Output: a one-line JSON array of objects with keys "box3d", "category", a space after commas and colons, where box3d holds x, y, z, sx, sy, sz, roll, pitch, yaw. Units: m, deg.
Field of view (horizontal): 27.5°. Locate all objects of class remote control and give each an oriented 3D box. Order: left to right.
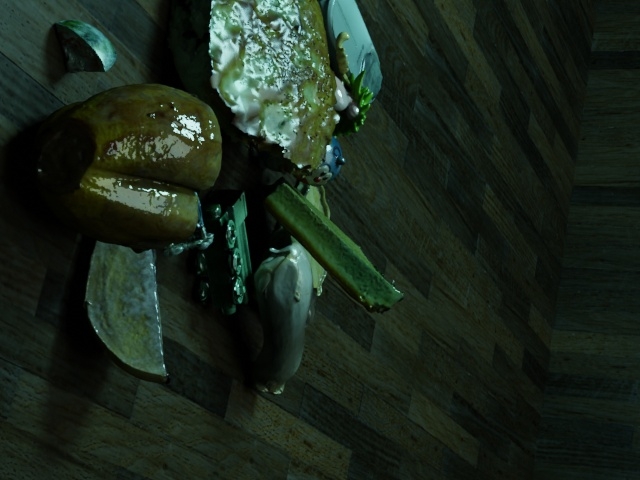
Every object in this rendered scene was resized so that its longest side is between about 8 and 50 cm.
[{"box3d": [0.049, -0.333, 2.247, 0.247, 0.052, 0.104, 61, 40, -49], "category": "remote control"}]

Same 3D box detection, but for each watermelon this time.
[{"box3d": [-0.282, -0.226, 1.568, 0.061, 0.085, 0.085, -46, 153, 7], "category": "watermelon"}]

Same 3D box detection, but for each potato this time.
[{"box3d": [-0.250, 0.063, 1.633, 0.120, 0.100, 0.261, 124, -38, -66], "category": "potato"}]

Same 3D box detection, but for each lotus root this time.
[{"box3d": [-0.231, -0.089, 1.497, 0.180, 0.199, 0.188, 6, 72, -64], "category": "lotus root"}]

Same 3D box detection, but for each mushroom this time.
[{"box3d": [-0.060, 0.121, 1.943, 0.099, 0.096, 0.278, -41, 145, -45], "category": "mushroom"}]

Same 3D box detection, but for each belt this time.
[{"box3d": [-0.174, -0.023, 1.709, 0.179, 0.065, 0.100, 89, -13, -83], "category": "belt"}]

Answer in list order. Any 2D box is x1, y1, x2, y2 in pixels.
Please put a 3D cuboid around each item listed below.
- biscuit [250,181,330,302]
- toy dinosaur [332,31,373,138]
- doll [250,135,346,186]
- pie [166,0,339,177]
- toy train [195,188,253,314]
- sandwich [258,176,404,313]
[{"box3d": [-0.040, 0.039, 2.113, 0.273, 0.036, 0.187, -63, 145, -42], "category": "biscuit"}, {"box3d": [-0.032, -0.230, 2.044, 0.177, 0.152, 0.194, 36, 63, -27], "category": "toy dinosaur"}, {"box3d": [-0.029, -0.128, 1.981, 0.085, 0.152, 0.114, -67, 151, -24], "category": "doll"}, {"box3d": [-0.082, -0.265, 1.841, 0.288, 0.103, 0.355, 12, 69, -51], "category": "pie"}, {"box3d": [-0.136, 0.018, 1.869, 0.111, 0.071, 0.170, -59, 146, -61], "category": "toy train"}, {"box3d": [0.000, 0.000, 1.944, 0.212, 0.245, 0.063, 42, 92, -23], "category": "sandwich"}]
